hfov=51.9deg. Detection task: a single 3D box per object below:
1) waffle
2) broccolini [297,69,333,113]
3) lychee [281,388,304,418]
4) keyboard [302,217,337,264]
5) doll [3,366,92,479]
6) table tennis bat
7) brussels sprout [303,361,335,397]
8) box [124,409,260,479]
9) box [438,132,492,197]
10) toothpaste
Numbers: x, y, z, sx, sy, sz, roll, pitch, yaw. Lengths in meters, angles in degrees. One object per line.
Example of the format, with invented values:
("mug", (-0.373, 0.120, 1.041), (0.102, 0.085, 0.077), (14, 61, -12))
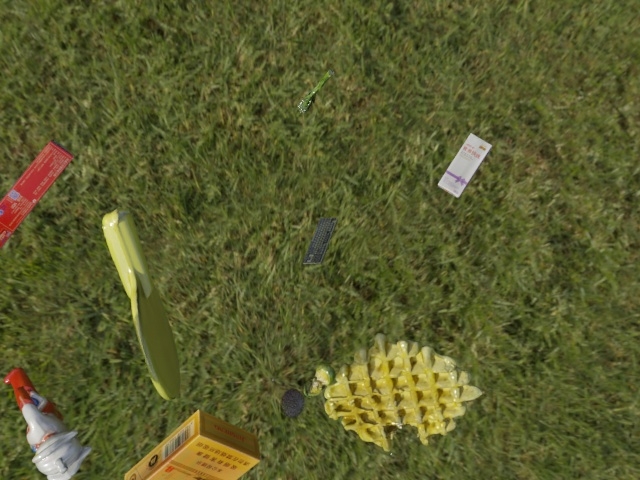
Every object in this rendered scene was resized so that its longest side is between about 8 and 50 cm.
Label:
("waffle", (0.150, 0.284, 1.210), (0.261, 0.056, 0.250), (32, 115, -13))
("broccolini", (-0.007, -0.325, 1.442), (0.035, 0.140, 0.030), (11, 60, -30))
("lychee", (-0.076, 0.440, 1.782), (0.067, 0.068, 0.083), (28, 33, -24))
("keyboard", (0.000, 0.000, 1.483), (0.049, 0.015, 0.129), (2, 54, 29))
("doll", (-0.586, 0.399, 1.409), (0.099, 0.384, 0.188), (-41, 118, -21))
("table tennis bat", (-0.321, 0.119, 1.202), (0.054, 0.224, 0.369), (-15, 103, -3))
("brussels sprout", (-0.003, 0.307, 1.444), (0.083, 0.051, 0.046), (-47, 49, 0))
("box", (-0.290, 0.511, 1.479), (0.174, 0.076, 0.274), (36, 112, -30))
("box", (0.275, -0.141, 1.255), (0.050, 0.036, 0.117), (35, 93, 8))
("toothpaste", (-0.670, -0.082, 1.460), (0.066, 0.076, 0.320), (40, 86, -21))
